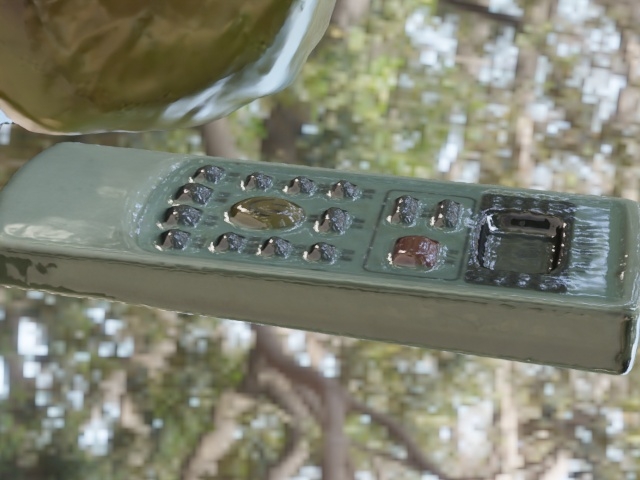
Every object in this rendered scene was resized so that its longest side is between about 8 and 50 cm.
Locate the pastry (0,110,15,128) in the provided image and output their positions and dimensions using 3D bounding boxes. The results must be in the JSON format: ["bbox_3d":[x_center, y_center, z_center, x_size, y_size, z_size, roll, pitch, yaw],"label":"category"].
[{"bbox_3d":[-0.218,-0.138,0.997,0.193,0.275,0.274,26,-71,56],"label":"pastry"}]

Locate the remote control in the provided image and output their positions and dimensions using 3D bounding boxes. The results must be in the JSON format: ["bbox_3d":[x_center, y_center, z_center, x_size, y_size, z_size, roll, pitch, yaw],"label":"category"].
[{"bbox_3d":[0.000,0.000,0.865,0.123,0.285,0.038,-65,162,-65],"label":"remote control"}]

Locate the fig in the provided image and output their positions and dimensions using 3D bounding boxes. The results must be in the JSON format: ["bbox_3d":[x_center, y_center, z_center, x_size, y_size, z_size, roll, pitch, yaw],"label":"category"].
[{"bbox_3d":[-0.049,-0.109,0.564,0.166,0.144,0.154,-45,-164,44],"label":"fig"}]
